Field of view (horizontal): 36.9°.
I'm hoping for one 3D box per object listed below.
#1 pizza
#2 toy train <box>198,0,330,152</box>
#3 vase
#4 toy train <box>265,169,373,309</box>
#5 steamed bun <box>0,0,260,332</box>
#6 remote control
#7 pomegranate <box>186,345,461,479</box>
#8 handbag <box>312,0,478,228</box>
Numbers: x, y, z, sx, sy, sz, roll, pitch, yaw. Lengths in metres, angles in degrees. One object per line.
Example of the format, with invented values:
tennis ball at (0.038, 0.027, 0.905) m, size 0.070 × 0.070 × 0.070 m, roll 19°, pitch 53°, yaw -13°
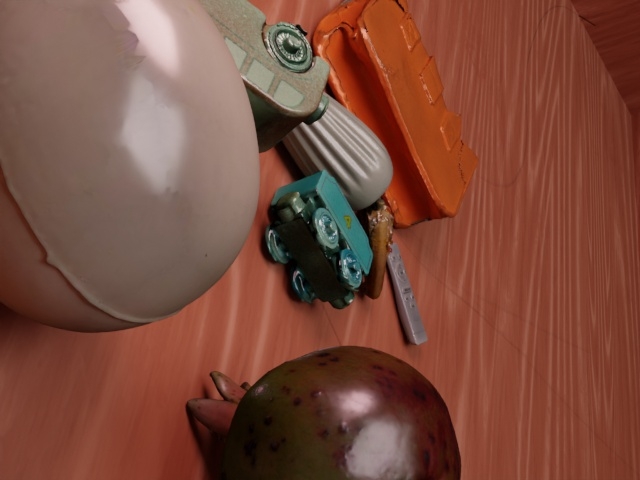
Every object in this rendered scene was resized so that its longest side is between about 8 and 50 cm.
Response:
pizza at (0.091, -0.016, 1.577) m, size 0.195 × 0.052 × 0.185 m, roll -93°, pitch -174°, yaw -48°
toy train at (-0.130, -0.234, 1.197) m, size 0.326 × 0.129 × 0.159 m, roll 35°, pitch 51°, yaw -20°
vase at (0.003, -0.160, 1.472) m, size 0.248 × 0.128 × 0.128 m, roll 46°, pitch 41°, yaw -26°
toy train at (0.000, 0.000, 1.418) m, size 0.198 × 0.107 × 0.154 m, roll 59°, pitch 27°, yaw -25°
steamed bun at (-0.218, -0.100, 0.907) m, size 0.334 × 0.334 × 0.374 m, roll -11°, pitch 86°, yaw -59°
remote control at (0.144, 0.094, 1.684) m, size 0.050 × 0.027 × 0.184 m, roll -7°, pitch 79°, yaw -60°
pomegranate at (-0.010, 0.260, 1.092) m, size 0.291 × 0.323 × 0.291 m, roll -6°, pitch 90°, yaw -68°
handbag at (0.144, -0.250, 1.748) m, size 0.410 × 0.116 × 0.303 m, roll 64°, pitch 30°, yaw -20°
